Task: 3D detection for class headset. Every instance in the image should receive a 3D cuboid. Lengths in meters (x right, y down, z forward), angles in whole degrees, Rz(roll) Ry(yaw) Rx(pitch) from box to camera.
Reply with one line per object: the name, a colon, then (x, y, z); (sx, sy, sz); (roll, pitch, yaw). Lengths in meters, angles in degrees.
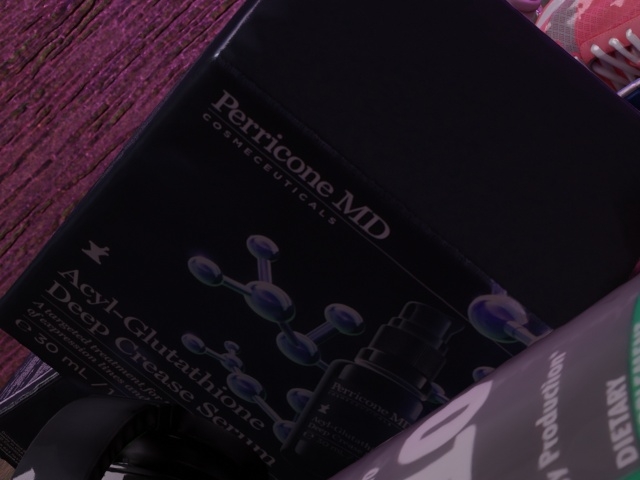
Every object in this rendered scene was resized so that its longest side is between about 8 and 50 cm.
headset: (-0.137, 0.225, 1.129); (0.394, 0.185, 0.243); (26, -108, -70)

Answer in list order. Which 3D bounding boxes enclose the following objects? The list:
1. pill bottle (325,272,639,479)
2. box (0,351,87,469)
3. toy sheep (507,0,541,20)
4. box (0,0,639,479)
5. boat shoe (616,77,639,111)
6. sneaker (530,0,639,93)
pill bottle: (0.085, 0.156, 0.640); (0.361, 0.204, 0.204); (-40, 14, 37)
box: (-0.157, 0.110, 1.756); (0.294, 0.183, 0.296); (-34, 17, 50)
toy sheep: (0.209, -0.263, 1.932); (0.132, 0.091, 0.091); (-62, 1, 34)
box: (0.000, 0.000, 1.196); (0.395, 0.293, 0.212); (-42, 12, 50)
boat shoe: (0.215, -0.069, 1.284); (0.183, 0.066, 0.066); (-43, 10, 20)
sneaker: (0.263, -0.173, 1.345); (0.314, 0.116, 0.136); (-45, 20, 28)
